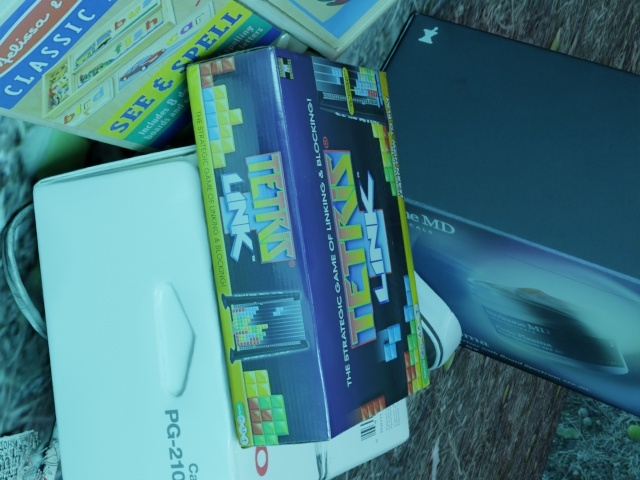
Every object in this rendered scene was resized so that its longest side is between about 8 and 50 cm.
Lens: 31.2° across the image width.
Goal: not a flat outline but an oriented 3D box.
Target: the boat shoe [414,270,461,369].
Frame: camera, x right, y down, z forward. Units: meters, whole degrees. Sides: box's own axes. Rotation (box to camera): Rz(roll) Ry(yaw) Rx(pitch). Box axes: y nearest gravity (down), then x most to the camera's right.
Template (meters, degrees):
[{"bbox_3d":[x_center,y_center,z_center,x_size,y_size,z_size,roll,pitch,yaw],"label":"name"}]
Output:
[{"bbox_3d":[0.028,0.059,0.919,0.105,0.113,0.306,-58,154,-12],"label":"boat shoe"}]

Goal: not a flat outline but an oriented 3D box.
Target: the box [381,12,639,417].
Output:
[{"bbox_3d":[0.192,-0.011,1.002,0.183,0.296,0.294,-61,156,-20],"label":"box"}]

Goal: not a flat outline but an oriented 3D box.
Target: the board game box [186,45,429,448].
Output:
[{"bbox_3d":[0.000,0.000,0.549,0.141,0.048,0.170,-10,92,-68],"label":"board game box"}]

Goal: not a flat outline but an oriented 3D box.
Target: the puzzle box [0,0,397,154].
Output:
[{"bbox_3d":[0.035,-0.194,0.481,0.409,0.052,0.272,-43,166,12],"label":"puzzle box"}]

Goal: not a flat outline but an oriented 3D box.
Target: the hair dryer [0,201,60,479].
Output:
[{"bbox_3d":[-0.095,0.088,0.686,0.293,0.080,0.224,-4,111,-68],"label":"hair dryer"}]

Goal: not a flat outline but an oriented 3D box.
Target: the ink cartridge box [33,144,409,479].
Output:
[{"bbox_3d":[-0.042,0.048,0.628,0.237,0.100,0.172,1,82,-67],"label":"ink cartridge box"}]
